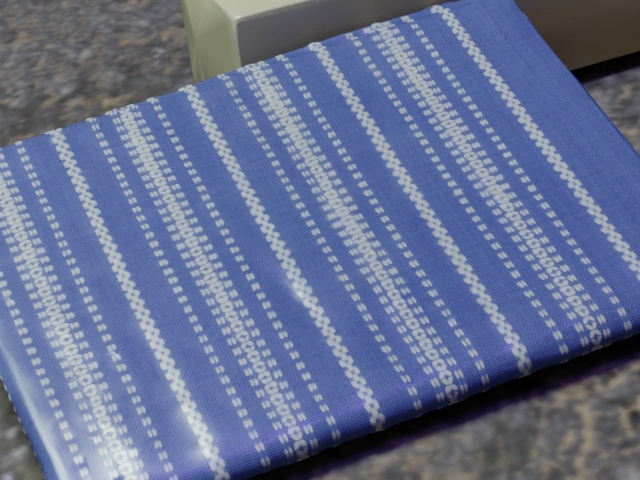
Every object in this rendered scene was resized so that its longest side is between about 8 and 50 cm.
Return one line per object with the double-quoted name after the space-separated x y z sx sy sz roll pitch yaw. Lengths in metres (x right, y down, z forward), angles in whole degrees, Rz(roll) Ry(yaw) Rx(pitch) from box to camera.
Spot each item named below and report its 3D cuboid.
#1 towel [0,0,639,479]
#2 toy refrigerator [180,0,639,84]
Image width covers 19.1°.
0.000 0.000 0.913 0.336 0.040 0.243 -19 48 -15 "towel"
0.065 -0.131 1.077 0.269 0.094 0.102 -17 30 -17 "toy refrigerator"
